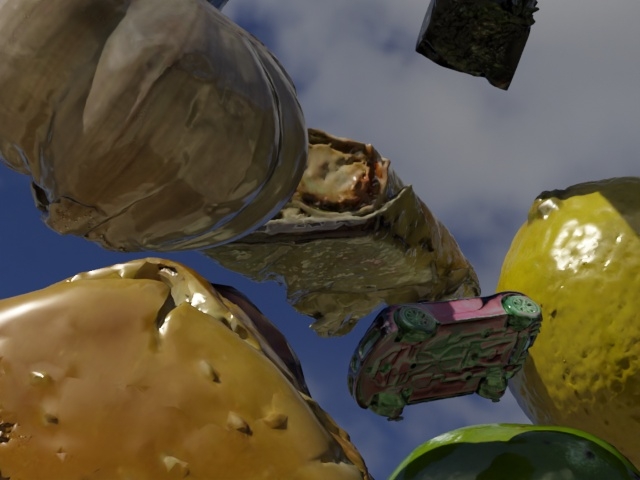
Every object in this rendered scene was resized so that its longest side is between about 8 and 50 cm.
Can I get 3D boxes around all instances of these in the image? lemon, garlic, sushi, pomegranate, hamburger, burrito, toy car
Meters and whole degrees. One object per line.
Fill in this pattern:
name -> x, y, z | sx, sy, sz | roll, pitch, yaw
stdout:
lemon -> 0.271, 0.078, 1.288 | 0.267, 0.267, 0.267 | 9, -35, 6
garlic -> -0.113, -0.081, 0.864 | 0.228, 0.228, 0.152 | 34, -74, -28
sushi -> 0.130, -0.182, 1.262 | 0.083, 0.056, 0.085 | 15, -48, -6
pomegranate -> 0.099, 0.225, 0.973 | 0.236, 0.236, 0.302 | -17, -19, 36
hamburger -> -0.105, 0.167, 0.720 | 0.284, 0.304, 0.174 | -40, -16, 7
burrito -> 0.010, -0.006, 1.270 | 0.175, 0.107, 0.347 | -27, -30, 18
toy car -> 0.073, 0.063, 0.927 | 0.142, 0.055, 0.069 | -5, -52, -35

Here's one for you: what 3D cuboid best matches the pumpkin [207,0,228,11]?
pumpkin -> -0.224, -0.303, 1.508 | 0.291, 0.257, 0.328 | 41, -74, -7
